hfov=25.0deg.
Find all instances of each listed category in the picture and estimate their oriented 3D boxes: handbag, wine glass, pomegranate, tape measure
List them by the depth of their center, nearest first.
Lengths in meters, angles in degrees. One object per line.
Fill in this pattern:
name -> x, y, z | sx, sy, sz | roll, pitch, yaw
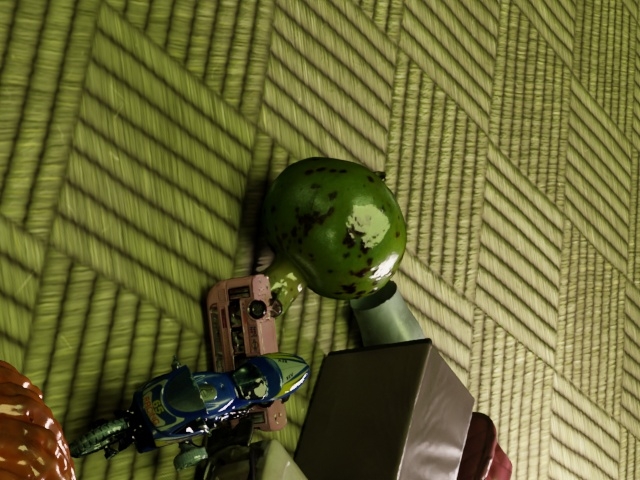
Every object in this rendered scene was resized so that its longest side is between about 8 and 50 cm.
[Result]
tape measure -> -0.080, 0.396, 1.800 | 0.271, 0.133, 0.231 | 60, 31, -27
pomegranate -> 0.000, 0.000, 1.975 | 0.263, 0.211, 0.211 | -45, 127, -11
wine glass -> 0.115, 0.160, 2.187 | 0.093, 0.093, 0.202 | -54, 129, -48
handbag -> 0.205, 0.376, 2.229 | 0.135, 0.146, 0.225 | 64, 35, -34

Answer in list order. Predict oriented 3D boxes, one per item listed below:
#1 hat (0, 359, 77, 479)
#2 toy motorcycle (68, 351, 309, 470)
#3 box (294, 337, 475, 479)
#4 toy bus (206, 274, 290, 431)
hat -> -0.305, 0.295, 1.361 | 0.400, 0.285, 0.285 | 59, 37, -47
toy motorcycle -> -0.144, 0.191, 1.688 | 0.315, 0.169, 0.113 | -11, 71, -50
box -> 0.087, 0.291, 2.027 | 0.153, 0.188, 0.252 | 52, 40, -37
toy bus -> -0.093, 0.147, 1.869 | 0.063, 0.090, 0.203 | 2, 80, -67
